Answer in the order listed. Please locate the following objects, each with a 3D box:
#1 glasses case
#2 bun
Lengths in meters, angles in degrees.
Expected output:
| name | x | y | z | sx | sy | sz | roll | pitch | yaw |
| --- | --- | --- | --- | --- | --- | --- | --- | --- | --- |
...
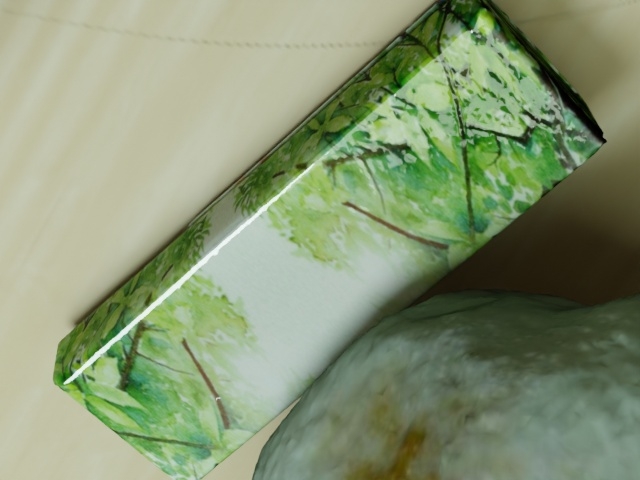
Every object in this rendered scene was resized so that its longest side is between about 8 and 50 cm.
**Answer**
| name | x | y | z | sx | sy | sz | roll | pitch | yaw |
| --- | --- | --- | --- | --- | --- | --- | --- | --- | --- |
| glasses case | 0.000 | 0.000 | 0.807 | 0.272 | 0.062 | 0.095 | -40 | 112 | 15 |
| bun | 0.141 | 0.150 | 0.803 | 0.362 | 0.211 | 0.362 | 12 | 153 | 7 |
